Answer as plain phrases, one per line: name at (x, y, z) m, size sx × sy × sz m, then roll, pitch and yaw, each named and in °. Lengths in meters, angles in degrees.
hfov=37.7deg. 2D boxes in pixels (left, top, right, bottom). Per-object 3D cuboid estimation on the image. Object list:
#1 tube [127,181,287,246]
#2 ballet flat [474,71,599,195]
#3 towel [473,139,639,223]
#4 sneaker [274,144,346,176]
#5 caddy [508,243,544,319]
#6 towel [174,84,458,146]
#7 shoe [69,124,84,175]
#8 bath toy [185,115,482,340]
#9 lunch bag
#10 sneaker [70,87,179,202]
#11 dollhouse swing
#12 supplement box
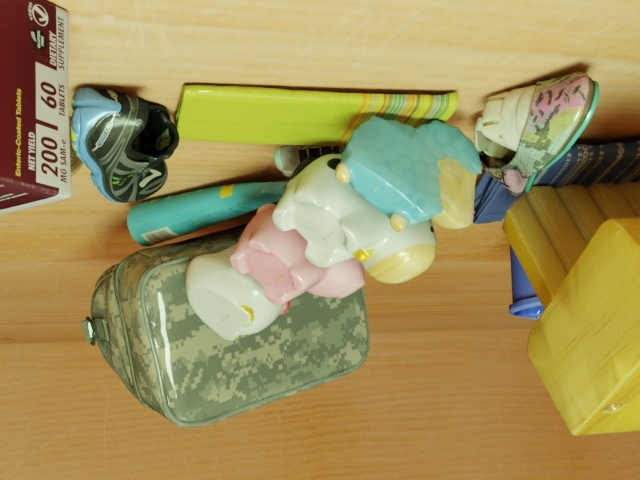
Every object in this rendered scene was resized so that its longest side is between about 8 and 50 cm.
tube at (-0.124, -0.039, 1.062) m, size 0.207 × 0.052 × 0.080 m, roll -13°, pitch 180°, yaw 27°
ballet flat at (0.178, -0.095, 0.838) m, size 0.079 × 0.077 × 0.221 m, roll 20°, pitch 169°, yaw 3°
towel at (0.346, -0.077, 1.067) m, size 0.336 × 0.040 × 0.243 m, roll -5°, pitch 167°, yaw -2°
sneaker at (0.008, -0.085, 0.904) m, size 0.069 × 0.038 × 0.098 m, roll -17°, pitch 171°, yaw 43°
caddy at (0.416, 0.047, 1.321) m, size 0.241 × 0.179 × 0.341 m, roll 3°, pitch 167°, yaw -26°
towel at (-0.005, -0.110, 0.818) m, size 0.237 × 0.021 × 0.102 m, roll 0°, pitch 162°, yaw -14°
shoe at (-0.301, -0.073, 0.753) m, size 0.219 × 0.076 × 0.058 m, roll 6°, pitch 165°, yaw -37°
bath toy at (0.000, 0.000, 0.916) m, size 0.151 × 0.129 × 0.348 m, roll 46°, pitch 139°, yaw -11°
lunch bag at (-0.121, 0.084, 1.181) m, size 0.305 × 0.212 × 0.256 m, roll -16°, pitch -167°, yaw -29°
sneaker at (-0.158, -0.076, 0.808) m, size 0.078 × 0.067 × 0.188 m, roll 2°, pitch 166°, yaw 2°
dollhouse swing at (0.370, -0.011, 0.842) m, size 0.347 × 0.305 × 0.315 m, roll -3°, pitch 147°, yaw -10°
supplement box at (-0.246, -0.099, 0.512) m, size 0.073 × 0.130 × 0.239 m, roll -10°, pitch 168°, yaw 28°
